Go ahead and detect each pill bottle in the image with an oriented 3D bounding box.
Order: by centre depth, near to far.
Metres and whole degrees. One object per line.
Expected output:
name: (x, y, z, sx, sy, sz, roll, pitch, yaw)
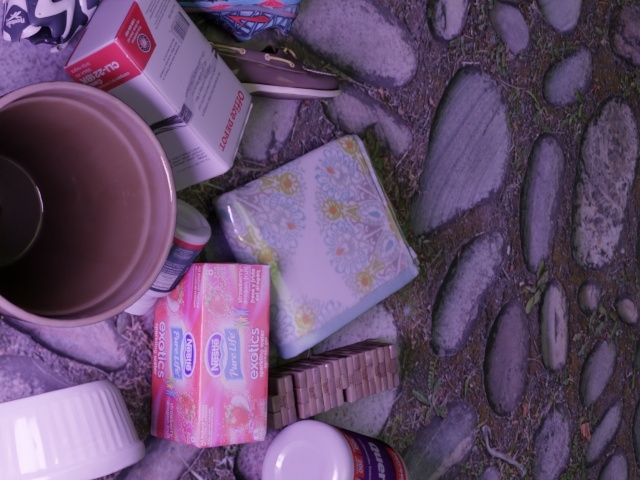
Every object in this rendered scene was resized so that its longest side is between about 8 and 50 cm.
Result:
pill bottle: (-0.263, 0.027, 1.568, 0.108, 0.108, 0.180, 18, 120, -40)
pill bottle: (0.046, 0.443, 1.811, 0.323, 0.181, 0.182, 30, 70, -53)

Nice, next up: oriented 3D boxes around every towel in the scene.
towel: (0.000, 0.000, 1.839, 0.374, 0.090, 0.321, -30, 97, -38)

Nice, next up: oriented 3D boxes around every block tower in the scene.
block tower: (0.012, 0.266, 1.866, 0.335, 0.097, 0.091, -12, 98, -42)

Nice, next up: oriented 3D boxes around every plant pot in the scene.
plant pot: (-0.408, -0.046, 1.371, 0.323, 0.280, 0.323, 0, 90, -41)

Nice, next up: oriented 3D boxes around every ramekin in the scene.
ramekin: (-0.396, 0.282, 1.401, 0.272, 0.272, 0.127, -9, 84, -41)

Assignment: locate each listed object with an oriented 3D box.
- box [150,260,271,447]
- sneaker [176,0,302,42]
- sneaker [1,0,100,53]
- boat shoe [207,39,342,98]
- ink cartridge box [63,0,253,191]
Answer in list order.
box: (-0.184, 0.186, 1.653, 0.142, 0.154, 0.300, 3, 88, -42)
sneaker: (-0.152, -0.396, 1.715, 0.261, 0.104, 0.125, -6, 132, -22)
sneaker: (-0.449, -0.374, 1.461, 0.235, 0.094, 0.153, 46, 52, -43)
boat shoe: (-0.094, -0.304, 1.765, 0.324, 0.116, 0.097, -4, 95, -36)
ink cartridge box: (-0.241, -0.243, 1.531, 0.273, 0.114, 0.197, 50, 34, -32)
